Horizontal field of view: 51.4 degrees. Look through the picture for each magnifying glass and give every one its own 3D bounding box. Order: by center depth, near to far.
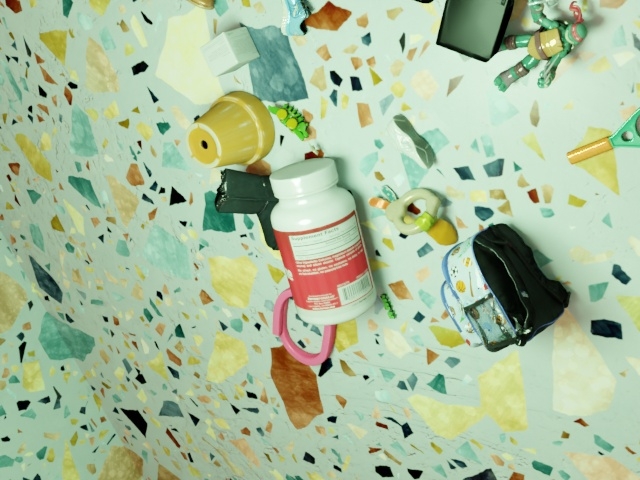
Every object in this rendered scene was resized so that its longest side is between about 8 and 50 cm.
[{"bbox_3d":[0.614,-0.209,1.349,0.231,0.026,0.092,-22,101,42],"label":"magnifying glass"}]

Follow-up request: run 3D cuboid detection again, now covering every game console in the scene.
[{"bbox_3d":[0.222,-0.518,1.358,0.361,0.044,0.213,29,133,24],"label":"game console"}]

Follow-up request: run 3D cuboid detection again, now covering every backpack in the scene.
[{"bbox_3d":[0.407,0.104,1.535,0.213,0.277,0.263,-29,83,41],"label":"backpack"}]

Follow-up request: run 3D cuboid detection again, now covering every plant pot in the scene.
[{"bbox_3d":[-0.261,-0.287,1.822,0.205,0.188,0.205,17,123,28],"label":"plant pot"}]

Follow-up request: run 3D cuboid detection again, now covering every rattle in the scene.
[{"bbox_3d":[0.238,-0.065,1.696,0.200,0.143,0.130,9,88,49],"label":"rattle"}]

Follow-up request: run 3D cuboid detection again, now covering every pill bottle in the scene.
[{"bbox_3d":[0.000,0.000,1.769,0.229,0.229,0.407,0,114,36],"label":"pill bottle"}]

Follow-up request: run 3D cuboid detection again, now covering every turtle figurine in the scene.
[{"bbox_3d":[0.437,-0.385,1.316,0.234,0.118,0.175,-12,88,56],"label":"turtle figurine"}]

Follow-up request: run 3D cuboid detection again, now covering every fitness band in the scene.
[{"bbox_3d":[-0.051,0.265,2.072,0.209,0.054,0.290,23,127,24],"label":"fitness band"}]

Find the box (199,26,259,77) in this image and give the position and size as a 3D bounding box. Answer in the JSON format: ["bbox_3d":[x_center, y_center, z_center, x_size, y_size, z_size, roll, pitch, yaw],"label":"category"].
[{"bbox_3d":[-0.238,-0.496,1.748,0.101,0.102,0.087,-18,101,40],"label":"box"}]

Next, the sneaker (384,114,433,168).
[{"bbox_3d":[0.215,-0.231,1.610,0.152,0.054,0.061,53,142,7],"label":"sneaker"}]

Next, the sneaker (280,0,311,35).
[{"bbox_3d":[-0.052,-0.570,1.606,0.073,0.063,0.162,17,138,12],"label":"sneaker"}]

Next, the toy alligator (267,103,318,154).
[{"bbox_3d":[-0.059,-0.307,1.762,0.190,0.056,0.051,43,91,8],"label":"toy alligator"}]

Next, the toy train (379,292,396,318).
[{"bbox_3d":[0.190,0.185,1.878,0.024,0.017,0.083,-11,108,50],"label":"toy train"}]

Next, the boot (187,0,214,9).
[{"bbox_3d":[-0.322,-0.709,1.712,0.197,0.073,0.152,46,128,2],"label":"boot"}]

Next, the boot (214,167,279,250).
[{"bbox_3d":[-0.197,-0.087,1.879,0.207,0.094,0.246,2,121,-16],"label":"boot"}]
